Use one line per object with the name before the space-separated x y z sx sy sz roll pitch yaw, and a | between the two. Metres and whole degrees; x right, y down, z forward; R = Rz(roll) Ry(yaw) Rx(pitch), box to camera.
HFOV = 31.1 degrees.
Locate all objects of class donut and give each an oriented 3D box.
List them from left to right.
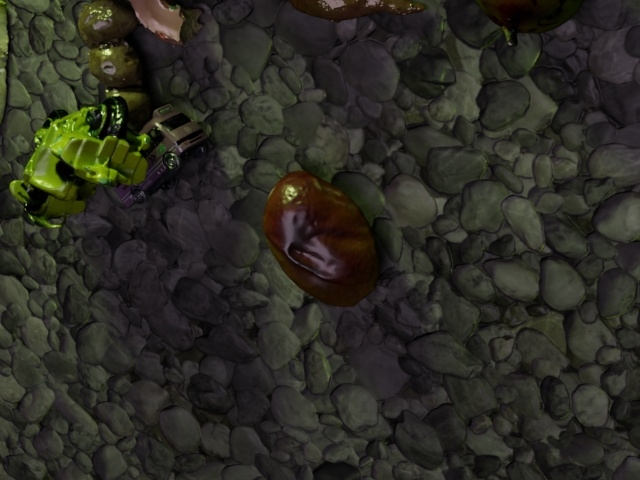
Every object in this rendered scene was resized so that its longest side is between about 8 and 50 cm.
donut | -0.240 -0.384 1.749 0.117 0.065 0.166 15 118 16

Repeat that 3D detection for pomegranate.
pomegranate | 0.272 -0.365 1.458 0.156 0.156 0.220 20 117 17

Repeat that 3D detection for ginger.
ginger | -0.324 -0.283 1.832 0.104 0.080 0.204 -1 112 20

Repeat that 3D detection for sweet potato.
sweet potato | 0.037 -0.341 1.635 0.226 0.068 0.068 11 119 20

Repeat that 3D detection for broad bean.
broad bean | 0.002 -0.002 1.787 0.156 0.122 0.228 -37 102 9

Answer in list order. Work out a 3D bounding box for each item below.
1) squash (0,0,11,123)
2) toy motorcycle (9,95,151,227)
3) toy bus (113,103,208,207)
squash | -0.647 -0.336 2.003 0.204 0.155 0.237 2 120 -16
toy motorcycle | -0.395 -0.123 1.832 0.342 0.142 0.206 -1 84 57
toy bus | -0.270 -0.136 1.873 0.178 0.087 0.098 -39 87 37
